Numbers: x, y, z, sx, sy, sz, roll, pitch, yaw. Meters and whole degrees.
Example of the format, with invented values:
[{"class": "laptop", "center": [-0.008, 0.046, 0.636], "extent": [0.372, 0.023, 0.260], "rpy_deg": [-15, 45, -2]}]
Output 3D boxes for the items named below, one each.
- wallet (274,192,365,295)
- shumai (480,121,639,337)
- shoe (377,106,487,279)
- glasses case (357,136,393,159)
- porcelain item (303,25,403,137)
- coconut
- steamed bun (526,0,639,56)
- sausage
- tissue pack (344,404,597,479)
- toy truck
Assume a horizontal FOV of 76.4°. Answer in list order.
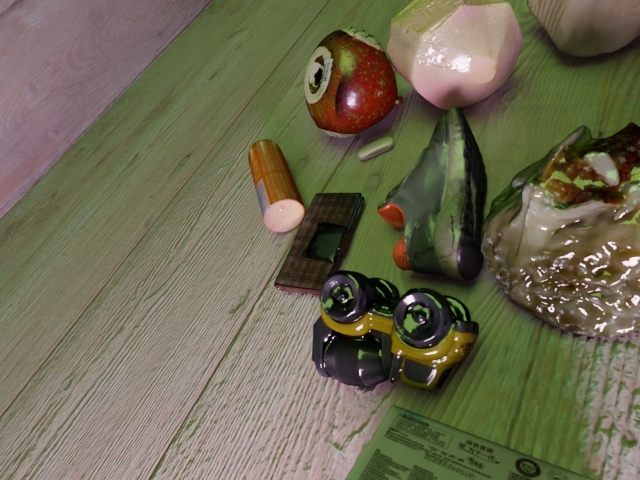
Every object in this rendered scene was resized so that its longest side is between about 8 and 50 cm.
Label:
[{"class": "wallet", "center": [0.000, 0.000, 0.802], "extent": [0.124, 0.042, 0.230], "rpy_deg": [2, 54, 35]}, {"class": "shumai", "center": [0.320, -0.022, 0.515], "extent": [0.189, 0.218, 0.256], "rpy_deg": [-38, 44, -15]}, {"class": "shoe", "center": [0.187, -0.079, 0.711], "extent": [0.171, 0.132, 0.336], "rpy_deg": [-11, 52, 35]}, {"class": "glasses case", "center": [0.123, -0.207, 0.912], "extent": [0.083, 0.021, 0.032], "rpy_deg": [-23, 45, 13]}, {"class": "porcelain item", "center": [0.089, -0.358, 0.957], "extent": [0.253, 0.253, 0.253], "rpy_deg": [-16, 48, 19]}, {"class": "coconut", "center": [0.276, -0.394, 0.831], "extent": [0.233, 0.233, 0.245], "rpy_deg": [-31, 45, 5]}, {"class": "steamed bun", "center": [0.557, -0.520, 0.739], "extent": [0.272, 0.290, 0.273], "rpy_deg": [-13, 67, 14]}, {"class": "sausage", "center": [-0.116, -0.151, 0.960], "extent": [0.093, 0.093, 0.312], "rpy_deg": [-29, 45, 7]}, {"class": "tissue pack", "center": [0.148, 0.306, 0.415], "extent": [0.229, 0.145, 0.159], "rpy_deg": [8, 26, 34]}, {"class": "toy truck", "center": [0.097, 0.140, 0.577], "extent": [0.224, 0.147, 0.165], "rpy_deg": [11, 84, 33]}]
